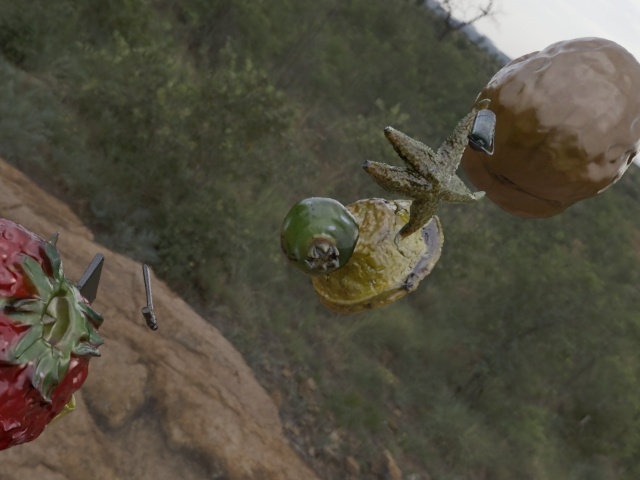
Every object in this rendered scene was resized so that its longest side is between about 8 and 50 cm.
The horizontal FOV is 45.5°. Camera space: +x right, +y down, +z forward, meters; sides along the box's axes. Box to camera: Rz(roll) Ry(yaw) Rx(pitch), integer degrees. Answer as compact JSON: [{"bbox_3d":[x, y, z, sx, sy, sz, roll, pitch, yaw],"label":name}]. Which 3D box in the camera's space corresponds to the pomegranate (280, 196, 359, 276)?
[{"bbox_3d":[0.000,0.000,1.052,0.115,0.114,0.142,33,14,-16],"label":"pomegranate"}]

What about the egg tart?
[{"bbox_3d":[0.080,0.010,1.234,0.106,0.241,0.241,56,5,-34],"label":"egg tart"}]

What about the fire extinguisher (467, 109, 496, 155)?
[{"bbox_3d":[0.181,-0.116,0.847,0.038,0.025,0.083,42,34,-9],"label":"fire extinguisher"}]

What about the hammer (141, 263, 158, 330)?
[{"bbox_3d":[-0.365,0.108,1.620,0.065,0.021,0.178,79,-4,-47],"label":"hammer"}]

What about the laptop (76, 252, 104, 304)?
[{"bbox_3d":[-0.467,0.120,1.493,0.016,0.197,0.135,27,54,-3],"label":"laptop"}]

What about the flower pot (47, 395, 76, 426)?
[{"bbox_3d":[-0.470,0.206,1.057,0.195,0.179,0.195,54,-8,11],"label":"flower pot"}]

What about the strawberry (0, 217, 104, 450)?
[{"bbox_3d":[-0.394,0.107,0.820,0.257,0.277,0.257,-9,90,-75],"label":"strawberry"}]

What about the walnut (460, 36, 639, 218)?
[{"bbox_3d":[0.460,-0.224,1.493,0.398,0.354,0.307,-33,92,-33],"label":"walnut"}]

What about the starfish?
[{"bbox_3d":[0.143,-0.084,0.950,0.224,0.216,0.050,15,17,-45],"label":"starfish"}]
